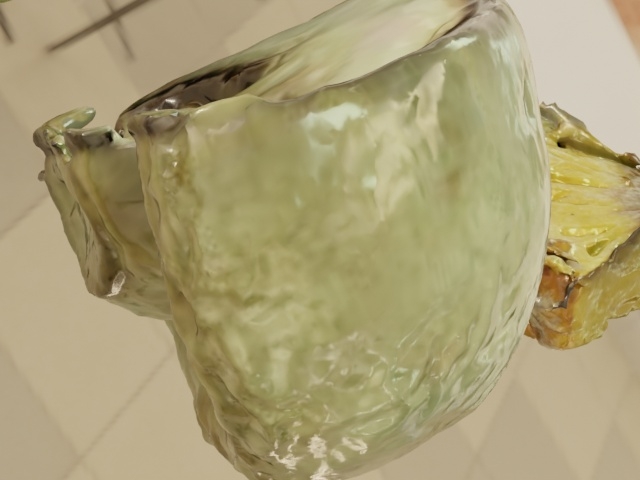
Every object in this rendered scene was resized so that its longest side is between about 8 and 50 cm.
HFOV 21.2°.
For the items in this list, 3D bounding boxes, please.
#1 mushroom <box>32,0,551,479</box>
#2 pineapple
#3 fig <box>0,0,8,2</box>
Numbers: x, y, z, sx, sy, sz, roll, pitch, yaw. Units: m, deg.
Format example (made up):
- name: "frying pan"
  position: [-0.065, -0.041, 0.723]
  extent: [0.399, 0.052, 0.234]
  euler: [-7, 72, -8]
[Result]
- name: "mushroom"
  position: [0.006, -0.003, 0.682]
  extent: [0.189, 0.267, 0.164]
  euler: [-23, 100, -17]
- name: "pineapple"
  position: [0.188, -0.003, 1.255]
  extent: [0.236, 0.186, 0.114]
  euler: [-99, -172, -54]
- name: "fig"
  position: [-0.171, -0.213, 1.059]
  extent: [0.123, 0.156, 0.123]
  euler: [19, 46, -21]
